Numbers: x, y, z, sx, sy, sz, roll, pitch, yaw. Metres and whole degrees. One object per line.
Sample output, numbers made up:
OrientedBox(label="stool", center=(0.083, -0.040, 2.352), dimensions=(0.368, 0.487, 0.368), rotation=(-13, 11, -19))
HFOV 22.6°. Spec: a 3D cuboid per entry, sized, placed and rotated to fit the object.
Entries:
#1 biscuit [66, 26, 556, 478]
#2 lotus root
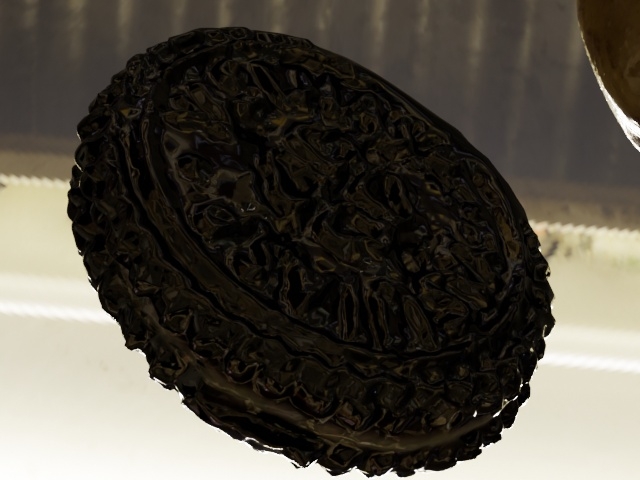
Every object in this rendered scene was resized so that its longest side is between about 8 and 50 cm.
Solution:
OrientedBox(label="biscuit", center=(0.000, 0.000, 0.580), dimensions=(0.194, 0.194, 0.053), rotation=(28, -51, -8))
OrientedBox(label="lotus root", center=(0.232, -0.117, 1.029), dimensions=(0.118, 0.221, 0.125), rotation=(-34, -35, 24))
